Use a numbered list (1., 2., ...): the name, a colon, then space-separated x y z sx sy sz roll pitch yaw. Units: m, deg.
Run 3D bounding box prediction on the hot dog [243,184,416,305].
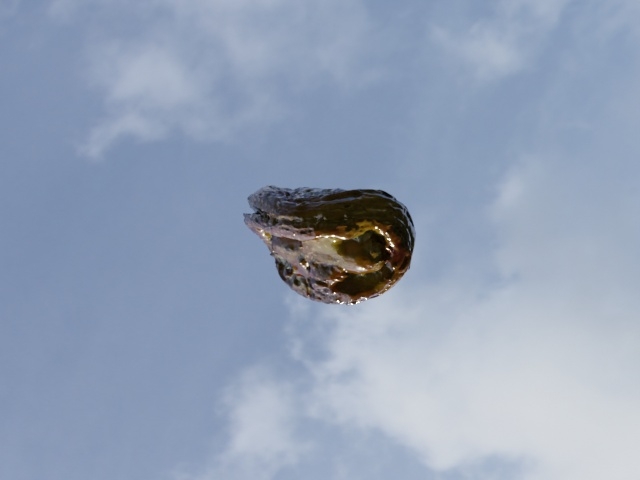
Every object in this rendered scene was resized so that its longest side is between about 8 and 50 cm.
1. hot dog: 0.000 -0.003 0.710 0.065 0.147 0.099 -55 -45 -34
